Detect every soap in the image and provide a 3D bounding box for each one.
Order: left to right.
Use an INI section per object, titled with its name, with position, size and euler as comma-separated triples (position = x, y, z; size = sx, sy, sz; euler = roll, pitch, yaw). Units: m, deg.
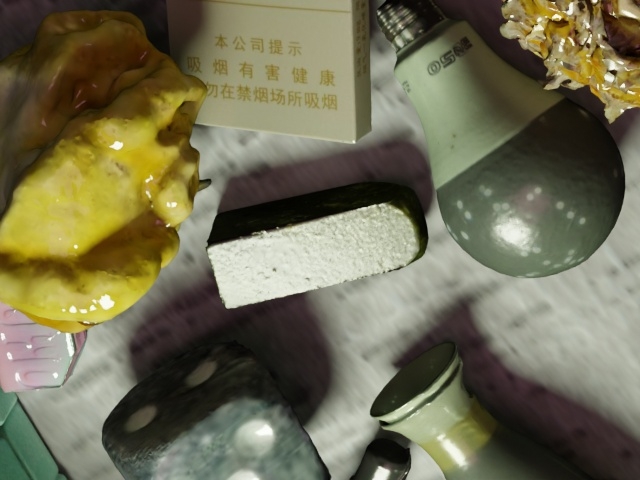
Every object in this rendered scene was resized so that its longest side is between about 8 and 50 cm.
[soap]
position = -0.306, 0.095, 1.893
size = 0.100, 0.056, 0.149
euler = -3, 113, 9

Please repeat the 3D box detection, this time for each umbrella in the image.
[umbrella]
position = 0.027, 0.362, 1.956
size = 0.090, 0.094, 0.326
euler = 17, 115, -8

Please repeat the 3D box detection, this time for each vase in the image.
[vase]
position = 0.198, 0.262, 1.867
size = 0.173, 0.173, 0.321
euler = -39, 98, 19

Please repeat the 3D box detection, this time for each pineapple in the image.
[pineapple]
position = 0.294, -0.281, 1.550
size = 0.352, 0.300, 0.352
euler = 1, 108, 2

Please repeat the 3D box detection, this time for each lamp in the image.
[lamp]
position = 0.153, -0.096, 1.703
size = 0.314, 0.182, 0.182
euler = 39, 111, -6

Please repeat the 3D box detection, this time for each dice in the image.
[dice]
position = -0.109, 0.227, 1.835
size = 0.183, 0.181, 0.182
euler = -35, 111, -11

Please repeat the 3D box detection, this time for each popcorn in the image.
[popcorn]
position = -0.230, -0.067, 1.711
size = 0.281, 0.297, 0.316
euler = 6, 91, -32

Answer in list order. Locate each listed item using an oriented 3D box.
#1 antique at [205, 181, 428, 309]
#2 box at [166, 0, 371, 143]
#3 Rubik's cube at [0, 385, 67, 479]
[antique]
position = 0.000, 0.000, 1.811
size = 0.221, 0.080, 0.081
euler = -12, 112, 9
[box]
position = -0.054, -0.280, 1.677
size = 0.205, 0.051, 0.365
euler = 9, 115, 24
[Rubik's cube]
position = -0.463, 0.331, 1.867
size = 0.319, 0.322, 0.316
euler = -23, 111, 15
